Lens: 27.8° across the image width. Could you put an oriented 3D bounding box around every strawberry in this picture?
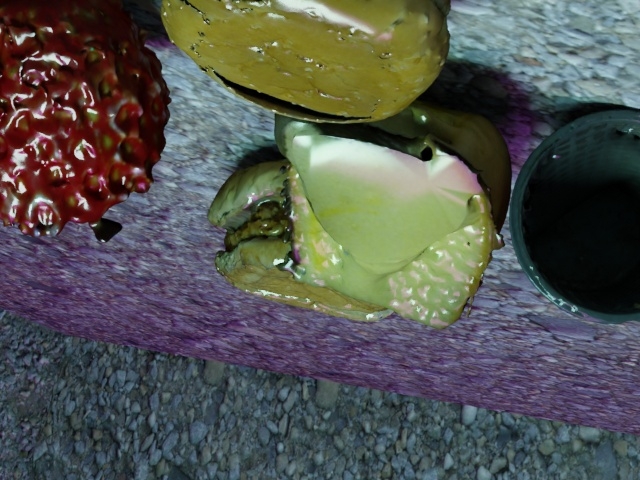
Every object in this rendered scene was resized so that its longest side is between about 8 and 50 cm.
[{"bbox_3d":[-0.235,-0.130,1.068,0.233,0.234,0.178,13,146,8],"label":"strawberry"}]

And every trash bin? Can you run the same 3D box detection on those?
[{"bbox_3d":[0.240,-0.014,1.118,0.175,0.176,0.161,14,176,1],"label":"trash bin"}]

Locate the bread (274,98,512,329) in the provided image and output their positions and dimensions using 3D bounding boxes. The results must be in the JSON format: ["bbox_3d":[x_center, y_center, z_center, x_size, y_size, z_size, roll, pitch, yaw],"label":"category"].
[{"bbox_3d":[0.071,-0.045,1.123,0.204,0.163,0.262,23,150,10],"label":"bread"}]

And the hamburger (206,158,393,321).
[{"bbox_3d":[-0.001,0.000,1.460,0.259,0.145,0.283,15,163,-21],"label":"hamburger"}]

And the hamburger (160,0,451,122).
[{"bbox_3d":[-0.005,-0.161,0.887,0.213,0.108,0.214,13,162,4],"label":"hamburger"}]
